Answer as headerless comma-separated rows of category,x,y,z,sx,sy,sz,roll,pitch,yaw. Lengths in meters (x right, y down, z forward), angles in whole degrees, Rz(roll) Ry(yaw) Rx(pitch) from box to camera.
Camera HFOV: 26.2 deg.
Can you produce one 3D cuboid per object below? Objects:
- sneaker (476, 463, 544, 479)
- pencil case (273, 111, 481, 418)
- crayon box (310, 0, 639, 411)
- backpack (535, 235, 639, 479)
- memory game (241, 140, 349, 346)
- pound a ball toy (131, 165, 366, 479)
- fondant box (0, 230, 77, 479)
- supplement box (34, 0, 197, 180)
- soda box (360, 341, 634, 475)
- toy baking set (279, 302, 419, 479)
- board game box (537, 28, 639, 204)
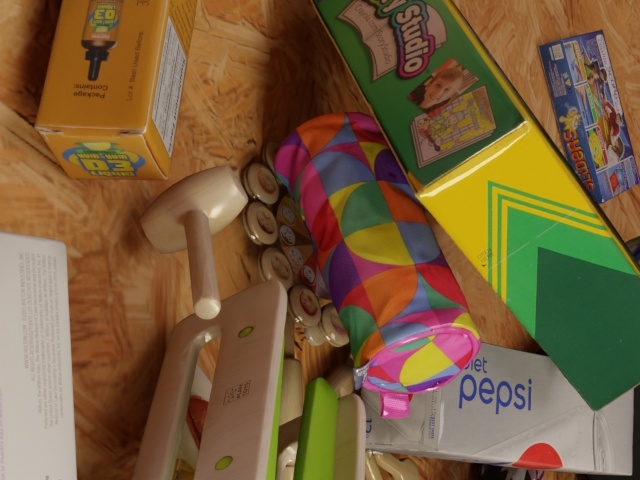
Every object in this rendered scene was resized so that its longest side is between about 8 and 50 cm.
sneaker,0.188,0.229,1.343,0.077,0.072,0.178,53,53,-39
pencil case,0.039,0.011,1.062,0.104,0.104,0.236,28,35,-48
crayon box,0.135,-0.078,1.164,0.313,0.106,0.363,46,13,-40
backpack,0.410,0.129,1.556,0.290,0.273,0.355,61,25,-13
memory game,0.000,0.000,1.150,0.186,0.012,0.186,32,46,-40
pound a ball toy,-0.078,0.117,0.898,0.208,0.136,0.319,57,17,-23
fondant box,-0.270,0.105,0.686,0.330,0.096,0.238,12,70,-55
supplement box,-0.134,-0.159,0.964,0.080,0.078,0.233,76,19,-63
soda box,0.161,0.147,1.198,0.286,0.091,0.098,16,75,-44
toy baking set,0.016,0.136,1.148,0.197,0.030,0.256,17,64,-54
board game box,0.331,-0.151,1.683,0.136,0.035,0.201,-21,98,-55
